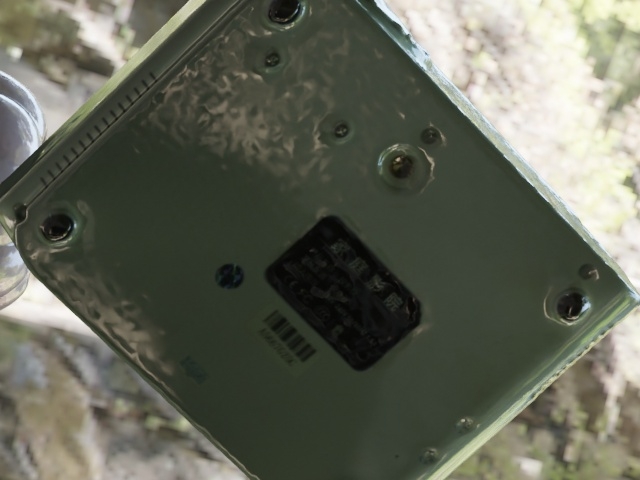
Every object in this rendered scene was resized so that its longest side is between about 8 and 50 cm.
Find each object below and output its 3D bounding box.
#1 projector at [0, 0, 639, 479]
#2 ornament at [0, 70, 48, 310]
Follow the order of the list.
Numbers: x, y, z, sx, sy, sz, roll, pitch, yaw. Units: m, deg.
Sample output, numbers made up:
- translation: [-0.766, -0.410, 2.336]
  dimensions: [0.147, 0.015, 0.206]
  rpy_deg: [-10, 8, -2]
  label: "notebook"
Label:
- translation: [0.000, 0.000, 0.868]
  dimensions: [0.198, 0.250, 0.108]
  rpy_deg: [-42, -168, 9]
  label: "projector"
- translation: [-0.246, -0.033, 1.210]
  dimensions: [0.177, 0.177, 0.177]
  rpy_deg: [-36, -134, 49]
  label: "ornament"
